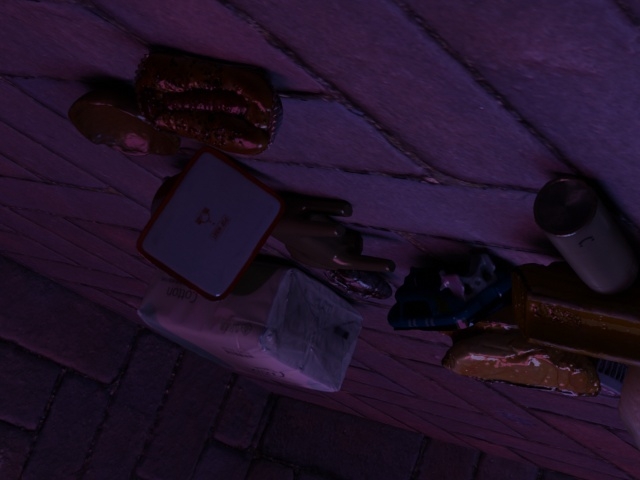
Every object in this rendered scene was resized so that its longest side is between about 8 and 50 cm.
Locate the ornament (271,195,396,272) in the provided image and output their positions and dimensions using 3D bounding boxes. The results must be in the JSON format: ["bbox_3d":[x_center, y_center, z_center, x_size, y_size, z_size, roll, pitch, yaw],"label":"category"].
[{"bbox_3d":[0.000,0.000,2.007,0.245,0.061,0.230,7,161,42],"label":"ornament"}]

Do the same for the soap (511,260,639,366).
[{"bbox_3d":[0.344,0.087,1.642,0.257,0.080,0.160,10,-163,40],"label":"soap"}]

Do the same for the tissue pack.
[{"bbox_3d":[-0.138,0.150,2.555,0.356,0.194,0.266,9,161,42],"label":"tissue pack"}]

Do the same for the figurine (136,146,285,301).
[{"bbox_3d":[-0.189,-0.036,1.965,0.160,0.183,0.226,36,175,-20],"label":"figurine"}]

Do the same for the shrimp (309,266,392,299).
[{"bbox_3d":[0.050,0.057,2.184,0.165,0.056,0.065,28,172,-18],"label":"shrimp"}]

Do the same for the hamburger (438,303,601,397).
[{"bbox_3d":[0.304,0.149,2.011,0.262,0.124,0.131,7,150,9],"label":"hamburger"}]

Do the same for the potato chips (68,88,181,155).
[{"bbox_3d":[-0.261,-0.161,1.786,0.150,0.049,0.201,12,163,15],"label":"potato chips"}]

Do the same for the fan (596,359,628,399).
[{"bbox_3d":[0.408,0.212,2.214,0.130,0.074,0.244,30,166,-37],"label":"fan"}]

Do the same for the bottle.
[{"bbox_3d":[0.304,-0.002,1.492,0.072,0.072,0.201,13,165,32],"label":"bottle"}]

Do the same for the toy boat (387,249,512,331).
[{"bbox_3d":[0.179,0.068,1.957,0.092,0.134,0.299,61,161,-7],"label":"toy boat"}]

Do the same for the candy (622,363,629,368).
[{"bbox_3d":[0.571,0.233,2.109,0.226,0.051,0.094,26,156,-30],"label":"candy"}]

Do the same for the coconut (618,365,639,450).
[{"bbox_3d":[0.520,0.209,1.716,0.241,0.241,0.241,20,167,5],"label":"coconut"}]

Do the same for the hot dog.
[{"bbox_3d":[-0.129,-0.156,1.504,0.191,0.108,0.059,16,-155,25],"label":"hot dog"}]
